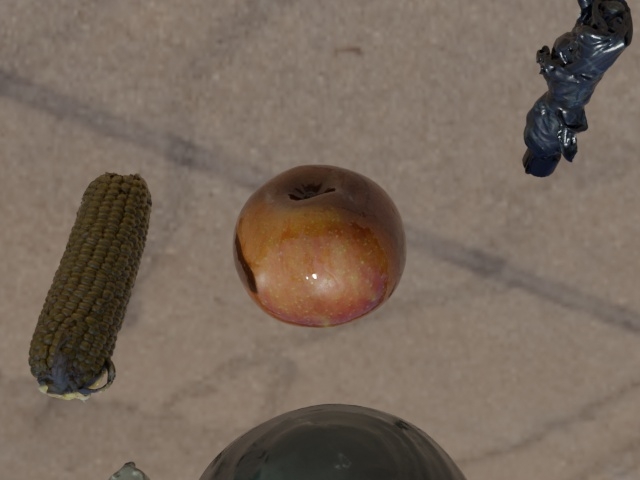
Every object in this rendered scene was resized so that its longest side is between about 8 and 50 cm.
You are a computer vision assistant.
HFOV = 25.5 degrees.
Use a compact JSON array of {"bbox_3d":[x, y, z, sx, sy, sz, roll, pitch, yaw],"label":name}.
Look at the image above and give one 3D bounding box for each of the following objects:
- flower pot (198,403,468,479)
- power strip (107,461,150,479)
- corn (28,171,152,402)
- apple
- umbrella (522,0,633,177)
[{"bbox_3d":[0.011,0.198,0.784,0.157,0.189,0.243,-18,138,-20],"label":"flower pot"},{"bbox_3d":[-0.180,0.282,1.265,0.047,0.191,0.030,-13,133,18],"label":"power strip"},{"bbox_3d":[-0.266,0.045,1.663,0.106,0.293,0.106,11,158,5],"label":"corn"},{"bbox_3d":[0.000,0.000,1.562,0.201,0.201,0.162,-5,131,3],"label":"apple"},{"bbox_3d":[0.241,-0.150,1.403,0.071,0.080,0.224,10,140,-4],"label":"umbrella"}]
